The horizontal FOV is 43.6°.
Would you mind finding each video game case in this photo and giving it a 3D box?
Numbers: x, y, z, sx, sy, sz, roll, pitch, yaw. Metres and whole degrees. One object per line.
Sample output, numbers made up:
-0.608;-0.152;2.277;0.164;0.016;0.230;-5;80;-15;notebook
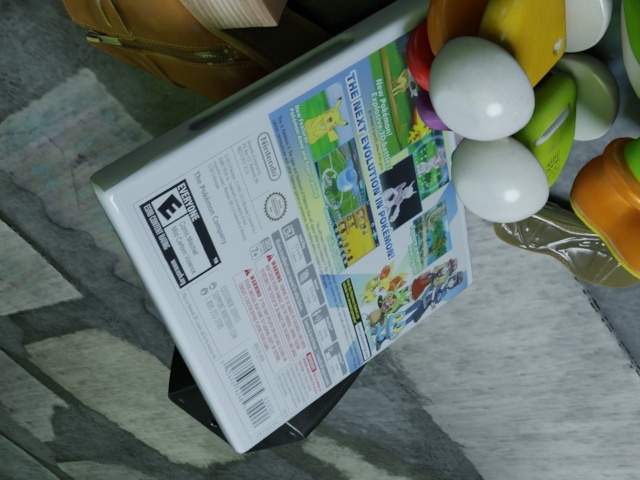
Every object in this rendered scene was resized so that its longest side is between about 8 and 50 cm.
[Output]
0.000;0.000;0.688;0.036;0.300;0.328;39;155;43;video game case

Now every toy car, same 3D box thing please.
0.129;-0.115;0.592;0.136;0.159;0.182;21;146;40;toy car

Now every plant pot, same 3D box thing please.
-0.071;0.146;0.960;0.188;0.167;0.187;43;138;-22;plant pot

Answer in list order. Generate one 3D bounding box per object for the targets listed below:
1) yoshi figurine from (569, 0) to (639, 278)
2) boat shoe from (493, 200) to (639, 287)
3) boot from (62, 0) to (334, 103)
0.321;-0.118;0.460;0.203;0.203;0.362;11;134;-13;yoshi figurine
0.232;-0.004;0.742;0.153;0.048;0.056;19;128;-3;boat shoe
-0.096;-0.148;0.704;0.220;0.109;0.283;8;149;31;boot
